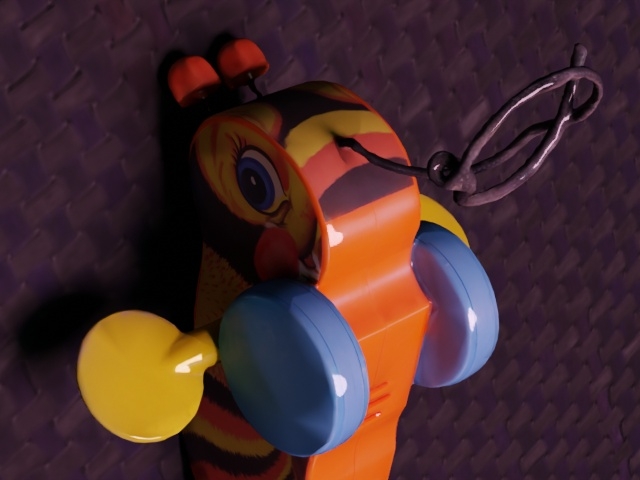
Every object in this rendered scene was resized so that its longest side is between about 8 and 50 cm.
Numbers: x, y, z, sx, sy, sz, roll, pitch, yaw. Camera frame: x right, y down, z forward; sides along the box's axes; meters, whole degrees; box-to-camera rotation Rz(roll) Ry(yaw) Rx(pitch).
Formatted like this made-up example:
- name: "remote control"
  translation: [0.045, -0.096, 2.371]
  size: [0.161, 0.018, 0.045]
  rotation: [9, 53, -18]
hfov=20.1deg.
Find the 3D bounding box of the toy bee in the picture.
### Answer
- name: "toy bee"
  translation: [0.000, 0.000, 0.740]
  size: [0.195, 0.162, 0.298]
  rotation: [-4, 135, -53]
